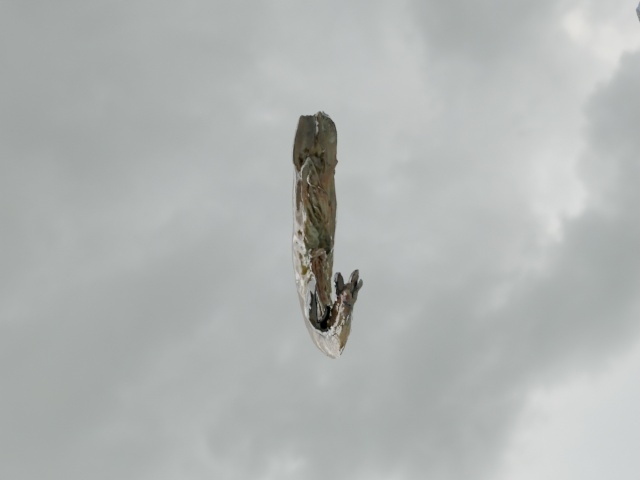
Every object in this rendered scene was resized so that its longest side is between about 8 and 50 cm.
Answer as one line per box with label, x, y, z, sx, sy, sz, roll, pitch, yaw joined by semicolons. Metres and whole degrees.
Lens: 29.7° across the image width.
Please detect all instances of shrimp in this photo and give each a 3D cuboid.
shrimp;0.000;0.000;1.055;0.046;0.152;0.219;-3;-74;-10

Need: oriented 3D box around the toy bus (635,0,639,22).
toy bus;0.453;-0.171;1.338;0.125;0.133;0.292;-26;-44;10
